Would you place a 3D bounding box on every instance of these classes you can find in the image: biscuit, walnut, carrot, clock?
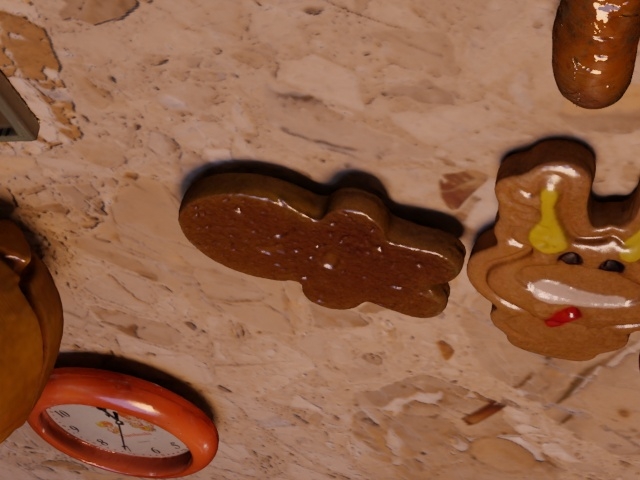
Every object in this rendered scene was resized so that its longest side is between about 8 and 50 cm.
[{"bbox_3d":[0.000,0.000,1.565,0.236,0.039,0.180,15,152,-3],"label":"biscuit"},{"bbox_3d":[-0.348,0.114,1.612,0.209,0.336,0.209,22,139,21],"label":"walnut"},{"bbox_3d":[0.181,-0.152,1.225,0.060,0.060,0.186,9,147,6],"label":"carrot"},{"bbox_3d":[0.210,0.021,1.520,0.186,0.044,0.295,12,150,6],"label":"biscuit"},{"bbox_3d":[-0.202,0.182,1.934,0.205,0.051,0.205,10,151,6],"label":"clock"}]

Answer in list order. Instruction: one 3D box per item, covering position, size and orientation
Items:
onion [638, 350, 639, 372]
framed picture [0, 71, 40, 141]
[{"bbox_3d":[0.322,0.108,1.582,0.115,0.115,0.104,30,102,-28],"label":"onion"},{"bbox_3d":[-0.405,-0.143,1.491,0.314,0.024,0.232,0,148,22],"label":"framed picture"}]
